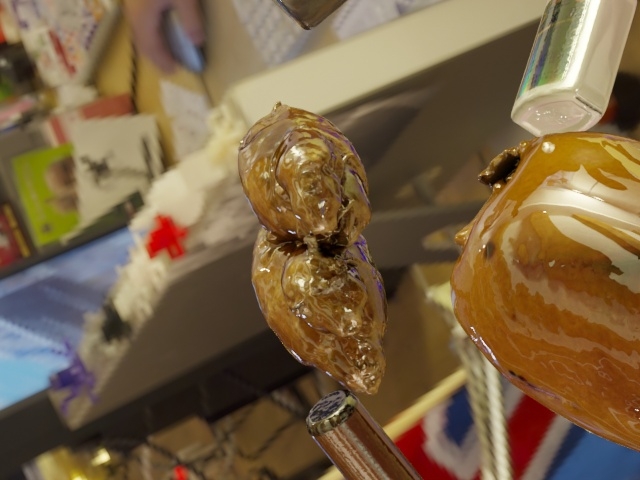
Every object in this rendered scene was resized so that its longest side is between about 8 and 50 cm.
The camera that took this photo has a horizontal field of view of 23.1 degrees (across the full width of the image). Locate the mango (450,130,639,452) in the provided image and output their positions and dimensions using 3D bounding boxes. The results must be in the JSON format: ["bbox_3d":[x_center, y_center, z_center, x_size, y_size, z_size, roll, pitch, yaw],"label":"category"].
[{"bbox_3d":[0.206,0.041,0.907,0.287,0.152,0.201,22,138,28],"label":"mango"}]

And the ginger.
[{"bbox_3d":[0.002,0.010,1.890,0.274,0.152,0.357,-161,60,-71],"label":"ginger"}]

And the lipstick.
[{"bbox_3d":[0.107,0.276,1.411,0.357,0.057,0.057,52,153,-20],"label":"lipstick"}]

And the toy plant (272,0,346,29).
[{"bbox_3d":[0.074,-0.331,0.995,0.185,0.400,0.279,47,-176,35],"label":"toy plant"}]

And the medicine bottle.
[{"bbox_3d":[0.282,-0.221,1.693,0.078,0.219,0.115,29,155,-21],"label":"medicine bottle"}]
